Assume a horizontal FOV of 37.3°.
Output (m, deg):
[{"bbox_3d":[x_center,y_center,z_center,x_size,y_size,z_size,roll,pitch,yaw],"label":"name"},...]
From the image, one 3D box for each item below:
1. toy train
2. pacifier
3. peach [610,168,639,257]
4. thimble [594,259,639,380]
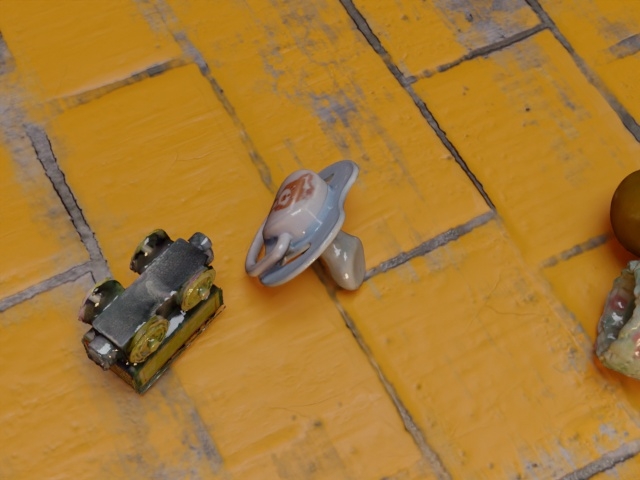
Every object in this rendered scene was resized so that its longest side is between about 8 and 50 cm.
[{"bbox_3d":[-0.264,0.104,1.487,0.134,0.177,0.261,36,65,15],"label":"toy train"},{"bbox_3d":[0.000,0.000,1.584,0.207,0.227,0.279,39,40,-19],"label":"pacifier"},{"bbox_3d":[0.616,-0.037,1.599,0.251,0.153,0.251,4,36,-3],"label":"peach"},{"bbox_3d":[0.535,0.131,1.498,0.149,0.211,0.185,20,76,5],"label":"thimble"}]
